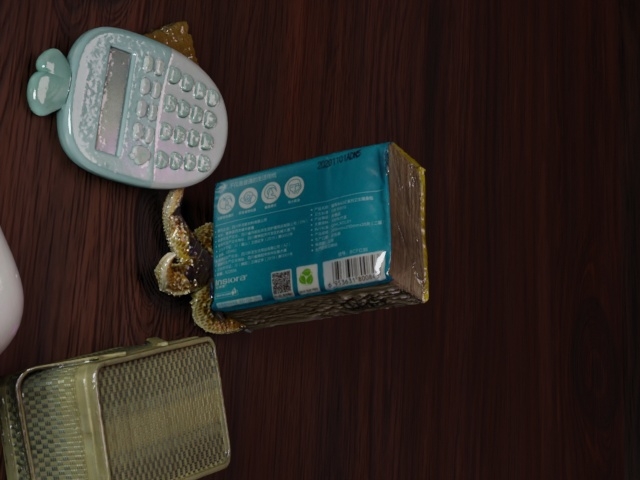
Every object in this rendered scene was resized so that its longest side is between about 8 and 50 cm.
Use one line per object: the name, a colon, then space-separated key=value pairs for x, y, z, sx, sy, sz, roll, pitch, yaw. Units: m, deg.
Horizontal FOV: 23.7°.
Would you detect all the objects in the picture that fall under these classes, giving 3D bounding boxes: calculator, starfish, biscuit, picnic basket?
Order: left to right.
picnic basket: x=-0.230 y=0.203 z=1.721 sx=0.266 sy=0.139 sz=0.165 roll=-9 pitch=91 yaw=-61
calculator: x=-0.231 y=-0.159 z=1.857 sx=0.295 sy=0.042 sz=0.184 roll=16 pitch=77 yaw=-41
biscuit: x=-0.221 y=-0.200 z=1.960 sx=0.231 sy=0.025 sz=0.131 roll=-33 pitch=111 yaw=-57
starfish: x=-0.157 y=0.026 z=1.985 sx=0.238 sy=0.071 sz=0.216 roll=-27 pitch=101 yaw=-70

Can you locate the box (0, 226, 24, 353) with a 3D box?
box: x=-0.425 y=-0.003 z=1.424 sx=0.289 sy=0.141 sz=0.349 roll=-48 pitch=123 yaw=-56

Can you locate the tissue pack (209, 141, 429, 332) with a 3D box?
tissue pack: x=0.000 y=0.000 z=1.941 sx=0.134 sy=0.271 sz=0.192 roll=29 pitch=57 yaw=-54
